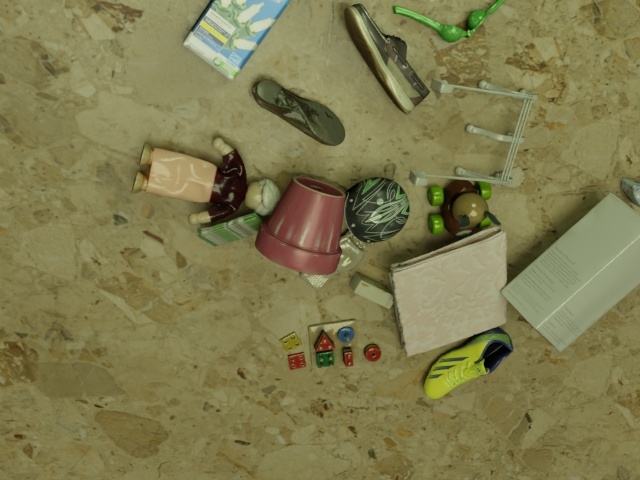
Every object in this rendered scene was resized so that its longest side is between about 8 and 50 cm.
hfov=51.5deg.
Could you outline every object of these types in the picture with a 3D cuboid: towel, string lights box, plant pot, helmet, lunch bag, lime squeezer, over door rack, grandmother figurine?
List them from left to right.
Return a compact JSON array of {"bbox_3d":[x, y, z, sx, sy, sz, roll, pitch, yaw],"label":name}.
[{"bbox_3d":[-0.251,-0.136,1.548,0.342,0.104,0.208,15,108,-18],"label":"grandmother figurine"},{"bbox_3d":[-0.209,-0.026,1.592,0.152,0.113,0.023,-17,73,9],"label":"towel"},{"bbox_3d":[-0.167,-0.489,1.421,0.133,0.077,0.260,34,103,-19],"label":"string lights box"},{"bbox_3d":[-0.030,-0.042,1.527,0.201,0.201,0.180,16,107,-16],"label":"plant pot"},{"bbox_3d":[0.131,-0.073,1.588,0.169,0.161,0.170,-2,97,-13],"label":"helmet"},{"bbox_3d":[0.345,0.142,1.748,0.316,0.053,0.332,-18,129,-6],"label":"towel"},{"bbox_3d":[0.328,-0.517,1.519,0.310,0.059,0.110,-15,84,-2],"label":"lime squeezer"},{"bbox_3d":[0.353,-0.257,1.578,0.324,0.108,0.240,-3,115,-31],"label":"over door rack"},{"bbox_3d":[0.839,-0.128,1.752,0.083,0.071,0.053,40,102,-21],"label":"lunch bag"}]

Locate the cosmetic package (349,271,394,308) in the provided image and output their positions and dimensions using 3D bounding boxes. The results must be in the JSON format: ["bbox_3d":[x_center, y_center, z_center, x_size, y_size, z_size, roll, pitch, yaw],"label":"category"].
[{"bbox_3d":[0.138,0.131,1.745,0.115,0.060,0.041,26,105,-20],"label":"cosmetic package"}]

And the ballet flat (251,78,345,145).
[{"bbox_3d":[-0.052,-0.293,1.541,0.249,0.058,0.084,25,71,-24],"label":"ballet flat"}]

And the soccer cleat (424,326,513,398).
[{"bbox_3d":[0.410,0.352,1.851,0.289,0.121,0.093,-40,114,8],"label":"soccer cleat"}]

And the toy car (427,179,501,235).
[{"bbox_3d":[0.365,-0.061,1.631,0.155,0.188,0.149,-8,112,-6],"label":"toy car"}]

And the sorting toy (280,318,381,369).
[{"bbox_3d":[0.030,0.290,1.801,0.274,0.046,0.132,-7,113,-7],"label":"sorting toy"}]

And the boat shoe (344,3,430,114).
[{"bbox_3d":[0.154,-0.419,1.498,0.092,0.103,0.285,-37,118,1],"label":"boat shoe"}]

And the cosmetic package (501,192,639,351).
[{"bbox_3d":[0.693,0.090,1.740,0.385,0.156,0.217,-44,137,7],"label":"cosmetic package"}]

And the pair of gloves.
[{"bbox_3d":[0.000,0.000,1.676,0.204,0.042,0.240,-37,114,6],"label":"pair of gloves"}]
